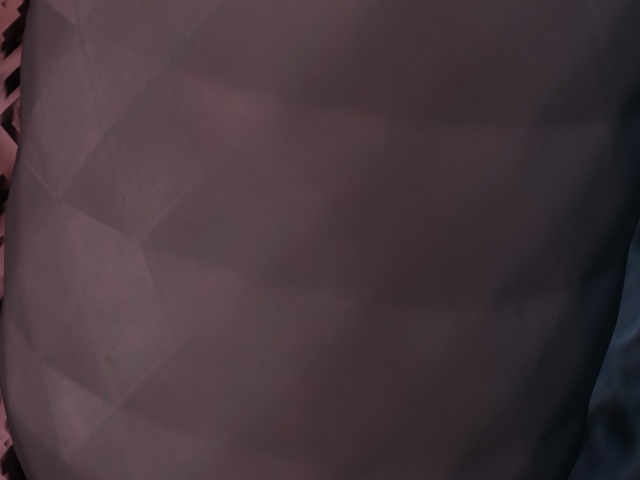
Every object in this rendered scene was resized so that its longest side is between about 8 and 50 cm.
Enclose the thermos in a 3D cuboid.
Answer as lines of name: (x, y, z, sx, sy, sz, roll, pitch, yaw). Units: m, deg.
thermos: (0.000, 0.000, 0.451, 0.182, 0.145, 0.286, -57, 159, -65)
